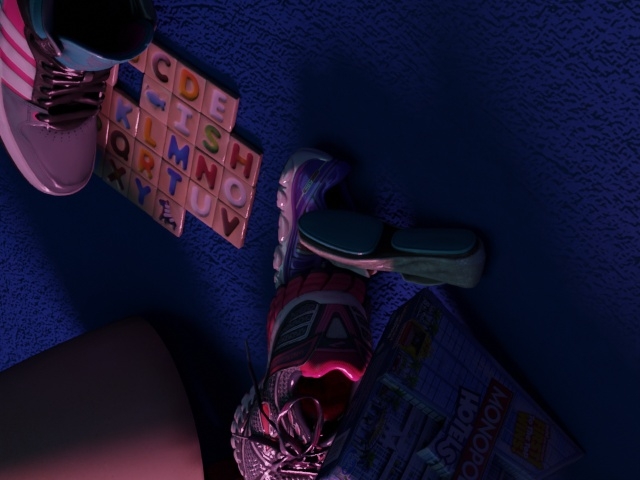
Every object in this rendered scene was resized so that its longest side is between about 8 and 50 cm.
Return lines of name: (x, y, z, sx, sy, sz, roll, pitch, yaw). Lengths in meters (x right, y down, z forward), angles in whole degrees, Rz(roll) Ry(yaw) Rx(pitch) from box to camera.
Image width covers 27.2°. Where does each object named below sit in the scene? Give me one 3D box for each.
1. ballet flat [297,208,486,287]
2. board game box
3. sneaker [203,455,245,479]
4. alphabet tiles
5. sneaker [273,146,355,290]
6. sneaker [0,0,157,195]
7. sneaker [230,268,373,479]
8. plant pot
ballet flat: (0.057, 0.013, 1.123, 0.168, 0.057, 0.052, 9, 132, 21)
board game box: (0.117, 0.172, 1.094, 0.194, 0.194, 0.060, 35, 140, -9)
sneaker: (-0.029, 0.325, 1.372, 0.262, 0.104, 0.125, 30, 133, 29)
alphabet tiles: (-0.154, -0.099, 1.319, 0.237, 0.009, 0.198, 36, 133, 24)
sneaker: (0.000, 0.000, 1.189, 0.071, 0.068, 0.170, 16, 126, 24)
sneaker: (-0.231, -0.169, 1.263, 0.178, 0.124, 0.295, 22, 126, 46)
sneaker: (-0.019, 0.168, 1.226, 0.112, 0.121, 0.299, -98, 12, -49)
plant pot: (-0.298, 0.234, 1.392, 0.256, 0.274, 0.256, 39, 135, 53)
